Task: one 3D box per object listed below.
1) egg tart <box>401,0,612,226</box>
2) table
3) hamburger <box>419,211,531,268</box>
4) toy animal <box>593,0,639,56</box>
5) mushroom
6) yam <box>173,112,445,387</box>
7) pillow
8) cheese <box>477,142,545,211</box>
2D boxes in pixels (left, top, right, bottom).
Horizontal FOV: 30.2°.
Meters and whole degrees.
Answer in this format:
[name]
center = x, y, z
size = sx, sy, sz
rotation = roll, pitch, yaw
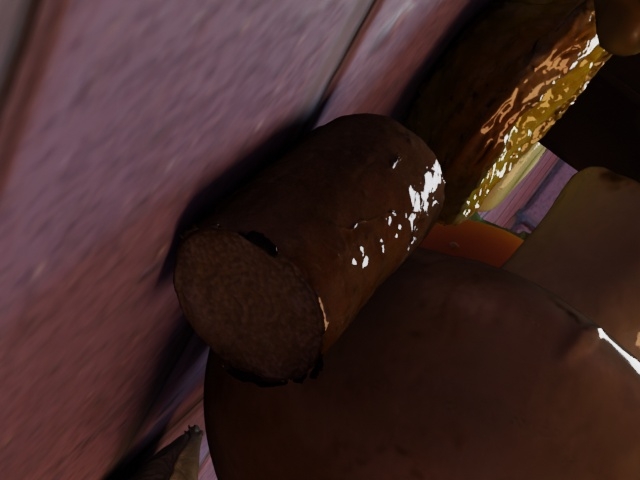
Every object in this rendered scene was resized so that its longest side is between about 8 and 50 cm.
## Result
[egg tart]
center = 0.113, -0.092, 0.746
size = 0.191, 0.074, 0.191
rotation = -49, 171, -10
[table]
center = 0.381, -0.183, 1.184
size = 0.282, 0.250, 0.196
rotation = -48, 170, -15
[hamburger]
center = 0.098, 0.088, 0.909
size = 0.246, 0.246, 0.170
rotation = -51, 169, -5
[toy animal]
center = 0.220, -0.207, 0.555
size = 0.195, 0.169, 0.281
rotation = 17, 126, -34
[mushroom]
center = 0.090, 0.081, 0.671
size = 0.290, 0.292, 0.292
rotation = -55, 174, -28
[yam]
center = -0.003, -0.002, 0.521
size = 0.127, 0.084, 0.084
rotation = -48, 171, -48
[pillow]
center = -0.134, 0.211, 0.784
size = 0.128, 0.051, 0.229
rotation = -54, 176, -37
[cheese]
center = 0.179, -0.058, 1.312
size = 0.255, 0.050, 0.127
rotation = -47, 172, -17
